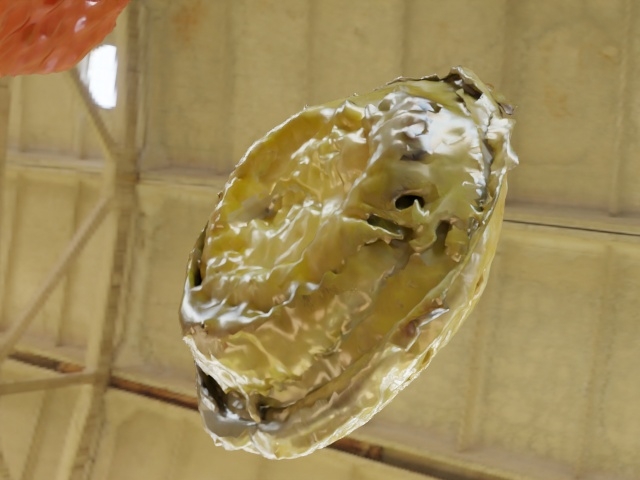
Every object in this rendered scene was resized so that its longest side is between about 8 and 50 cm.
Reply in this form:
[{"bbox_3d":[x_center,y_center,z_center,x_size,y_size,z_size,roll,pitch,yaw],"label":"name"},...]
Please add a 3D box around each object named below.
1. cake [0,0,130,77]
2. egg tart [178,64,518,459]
[{"bbox_3d":[-0.257,-0.267,0.685,0.319,0.269,0.270,37,-65,5],"label":"cake"},{"bbox_3d":[0.000,0.000,0.687,0.279,0.095,0.278,-38,-146,31],"label":"egg tart"}]
